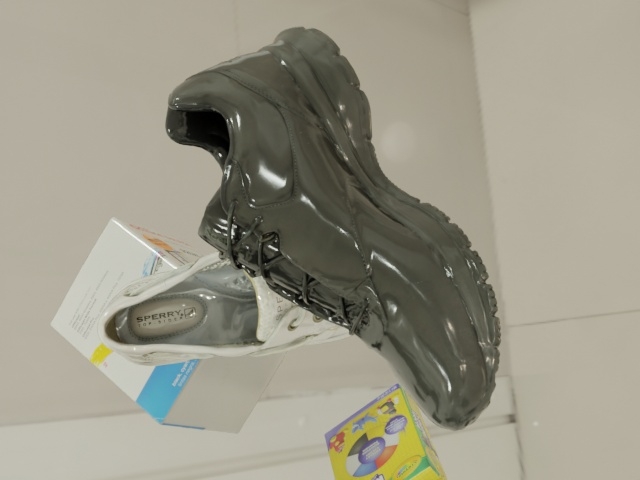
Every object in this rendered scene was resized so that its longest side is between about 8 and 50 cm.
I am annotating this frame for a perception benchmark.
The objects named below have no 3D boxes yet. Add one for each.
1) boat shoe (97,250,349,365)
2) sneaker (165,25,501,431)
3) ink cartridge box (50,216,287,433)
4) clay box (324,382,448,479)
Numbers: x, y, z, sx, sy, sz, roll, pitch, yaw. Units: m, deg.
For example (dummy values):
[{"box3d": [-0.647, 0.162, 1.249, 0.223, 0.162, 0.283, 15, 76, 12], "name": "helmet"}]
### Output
[{"box3d": [-0.034, 0.043, 0.800, 0.277, 0.096, 0.098, -18, 90, 2], "name": "boat shoe"}, {"box3d": [0.000, 0.000, 0.648, 0.286, 0.130, 0.109, 57, 152, 24], "name": "sneaker"}, {"box3d": [-0.184, 0.107, 1.337, 0.233, 0.171, 0.168, 34, 95, 31], "name": "ink cartridge box"}, {"box3d": [0.082, 0.286, 1.327, 0.127, 0.053, 0.222, -36, 23, 7], "name": "clay box"}]
